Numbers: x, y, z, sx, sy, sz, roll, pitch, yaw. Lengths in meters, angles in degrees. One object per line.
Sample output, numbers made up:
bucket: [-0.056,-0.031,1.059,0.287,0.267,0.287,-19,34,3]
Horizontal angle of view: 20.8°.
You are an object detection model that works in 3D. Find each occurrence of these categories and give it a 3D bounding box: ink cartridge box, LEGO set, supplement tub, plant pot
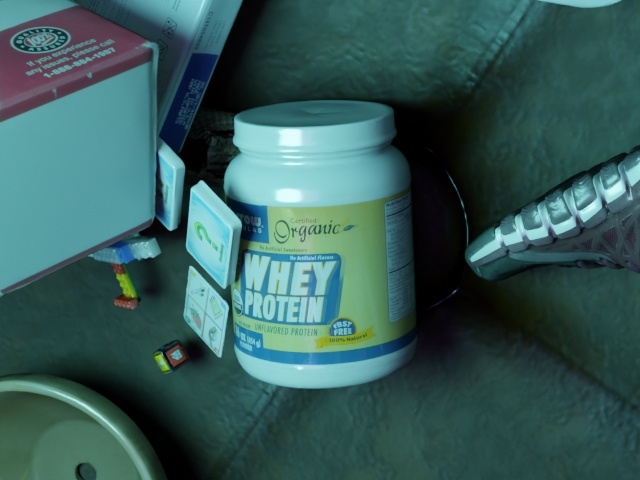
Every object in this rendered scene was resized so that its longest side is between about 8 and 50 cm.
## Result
ink cartridge box: [-0.348,-0.104,1.287,0.384,0.279,0.160,30,132,34]
ink cartridge box: [-0.151,-0.215,1.372,0.224,0.045,0.223,40,116,32]
LEGO set: [-0.144,0.010,1.371,0.182,0.060,0.244,46,150,23]
supplement tub: [0.000,0.000,1.339,0.144,0.144,0.200,1,105,19]
plant pot: [-0.223,0.217,1.495,0.237,0.110,0.237,5,106,17]

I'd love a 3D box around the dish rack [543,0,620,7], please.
dish rack: [0.128,-0.349,1.241,0.285,0.072,0.333,13,108,15]

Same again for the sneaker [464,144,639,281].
sneaker: [0.236,0.019,1.249,0.281,0.106,0.162,-28,90,45]

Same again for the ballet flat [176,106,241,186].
ballet flat: [-0.164,-0.079,1.422,0.249,0.058,0.084,7,106,18]
